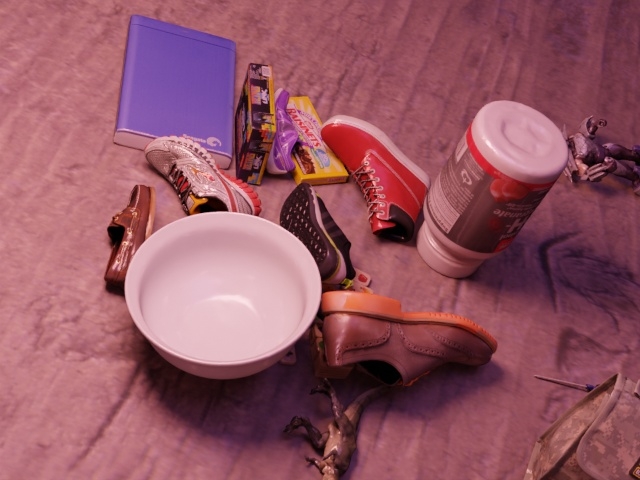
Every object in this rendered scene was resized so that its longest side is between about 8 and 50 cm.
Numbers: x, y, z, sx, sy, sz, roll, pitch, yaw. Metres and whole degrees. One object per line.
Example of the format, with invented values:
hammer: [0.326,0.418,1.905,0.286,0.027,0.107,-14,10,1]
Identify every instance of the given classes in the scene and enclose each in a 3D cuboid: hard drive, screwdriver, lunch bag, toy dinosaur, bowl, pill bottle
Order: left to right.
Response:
hard drive: [-0.264,-0.281,2.168,0.210,0.040,0.318,13,47,-16]
bowl: [-0.149,0.107,1.796,0.298,0.134,0.298,3,48,-3]
toy dinosaur: [0.019,0.286,1.796,0.118,0.064,0.268,41,43,-11]
pill bottle: [0.289,-0.079,2.064,0.176,0.318,0.176,13,47,-15]
screwdriver: [0.457,0.253,2.067,0.170,0.024,0.025,18,75,-9]
lunch bag: [0.482,0.350,1.806,0.235,0.287,0.169,31,45,1]

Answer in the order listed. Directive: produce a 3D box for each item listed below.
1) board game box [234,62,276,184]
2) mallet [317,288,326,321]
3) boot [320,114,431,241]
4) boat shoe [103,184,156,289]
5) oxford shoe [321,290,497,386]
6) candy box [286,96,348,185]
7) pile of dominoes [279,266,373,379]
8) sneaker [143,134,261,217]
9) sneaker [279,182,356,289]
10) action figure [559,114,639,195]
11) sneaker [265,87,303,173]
board game box: [-0.119,-0.211,2.104,0.048,0.141,0.170,7,48,-14]
mallet: [-0.061,0.132,1.884,0.190,0.039,0.062,-23,53,-17]
boot: [0.087,-0.108,2.136,0.244,0.088,0.176,37,46,-13]
boat shoe: [-0.308,-0.013,1.888,0.073,0.073,0.207,14,47,-18]
oxford shoe: [0.143,0.179,1.910,0.364,0.130,0.132,15,74,-34]
candy box: [-0.033,-0.190,2.211,0.105,0.027,0.206,-6,55,-32]
pile of dominoes: [0.017,0.116,1.958,0.196,0.040,0.251,8,49,-20]
sneaker: [-0.210,-0.097,2.000,0.225,0.088,0.093,35,46,6]
sneaker: [0.000,0.000,2.032,0.097,0.084,0.234,28,30,-38]
action figure: [0.606,-0.179,2.467,0.285,0.099,0.185,13,52,-12]
sneaker: [-0.067,-0.199,2.154,0.071,0.068,0.170,3,71,-4]
